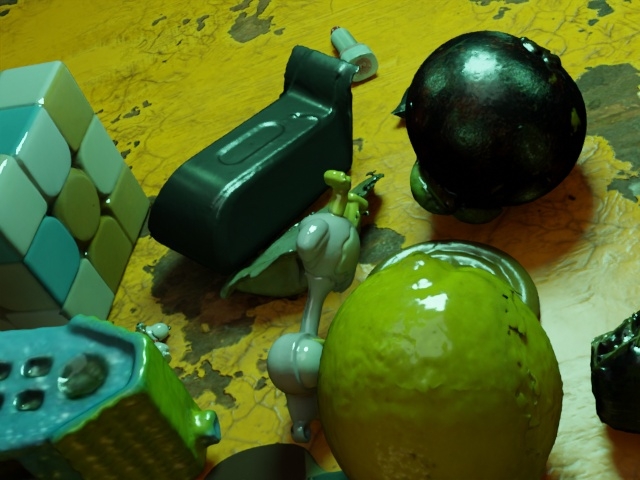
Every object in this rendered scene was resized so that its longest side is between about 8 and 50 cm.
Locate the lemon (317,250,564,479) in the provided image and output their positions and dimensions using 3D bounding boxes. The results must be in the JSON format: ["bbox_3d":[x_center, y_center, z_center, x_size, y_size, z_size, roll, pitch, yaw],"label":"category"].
[{"bbox_3d":[0.135,0.169,1.002,0.297,0.297,0.297,-11,46,12],"label":"lemon"}]

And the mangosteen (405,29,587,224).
[{"bbox_3d":[0.251,-0.168,1.309,0.288,0.288,0.288,-11,46,12],"label":"mangosteen"}]

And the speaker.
[{"bbox_3d":[-0.101,-0.139,1.418,0.180,0.184,0.388,25,50,29],"label":"speaker"}]

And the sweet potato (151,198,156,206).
[{"bbox_3d":[-0.220,-0.068,1.542,0.214,0.050,0.050,2,50,24],"label":"sweet potato"}]

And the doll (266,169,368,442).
[{"bbox_3d":[-0.001,0.092,1.182,0.095,0.160,0.365,-2,66,21],"label":"doll"}]

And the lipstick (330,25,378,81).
[{"bbox_3d":[0.055,-0.379,1.724,0.063,0.057,0.186,-24,39,-1],"label":"lipstick"}]

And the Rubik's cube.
[{"bbox_3d":[-0.536,-0.040,1.431,0.347,0.346,0.344,-5,46,17],"label":"Rubik's cube"}]

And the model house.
[{"bbox_3d":[-0.299,0.239,1.154,0.304,0.237,0.215,-14,47,7],"label":"model house"}]

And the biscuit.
[{"bbox_3d":[0.174,0.087,1.227,0.262,0.037,0.261,-7,45,7],"label":"biscuit"}]

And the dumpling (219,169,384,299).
[{"bbox_3d":[0.001,0.003,1.360,0.332,0.086,0.166,-40,14,-16],"label":"dumpling"}]

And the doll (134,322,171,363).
[{"bbox_3d":[-0.259,0.161,1.350,0.058,0.040,0.085,-10,44,-1],"label":"doll"}]

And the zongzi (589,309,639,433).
[{"bbox_3d":[0.487,0.105,1.055,0.290,0.154,0.317,0,29,26],"label":"zongzi"}]

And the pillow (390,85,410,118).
[{"bbox_3d":[0.205,-0.250,1.542,0.150,0.048,0.090,1,52,25],"label":"pillow"}]

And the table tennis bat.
[{"bbox_3d":[-0.037,0.322,1.120,0.274,0.021,0.154,-15,45,11],"label":"table tennis bat"}]
